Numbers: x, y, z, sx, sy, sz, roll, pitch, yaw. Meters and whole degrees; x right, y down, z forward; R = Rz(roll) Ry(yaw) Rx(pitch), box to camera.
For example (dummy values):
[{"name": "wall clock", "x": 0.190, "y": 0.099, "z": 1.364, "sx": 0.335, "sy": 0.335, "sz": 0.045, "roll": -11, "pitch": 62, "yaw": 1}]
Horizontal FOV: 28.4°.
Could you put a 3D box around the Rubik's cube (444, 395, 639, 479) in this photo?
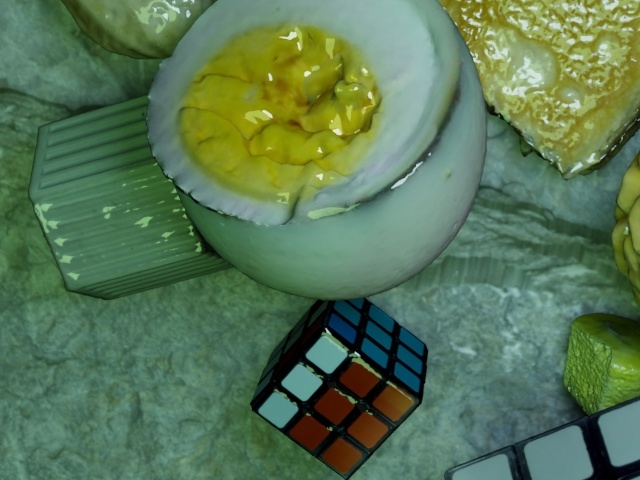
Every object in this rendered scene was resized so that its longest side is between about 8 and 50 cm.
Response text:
[{"name": "Rubik's cube", "x": 0.361, "y": 0.413, "z": 1.534, "sx": 0.304, "sy": 0.301, "sz": 0.305, "roll": -23, "pitch": 134, "yaw": 15}]

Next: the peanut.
[{"name": "peanut", "x": -0.260, "y": -0.318, "z": 1.485, "sx": 0.313, "sy": 0.149, "sz": 0.149, "roll": 37, "pitch": 112, "yaw": -6}]

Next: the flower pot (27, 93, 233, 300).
[{"name": "flower pot", "x": -0.220, "y": -0.053, "z": 1.538, "sx": 0.190, "sy": 0.209, "sz": 0.239, "roll": -13, "pitch": 108, "yaw": 15}]

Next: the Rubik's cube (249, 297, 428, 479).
[{"name": "Rubik's cube", "x": 0.027, "y": 0.176, "z": 1.615, "sx": 0.161, "sy": 0.162, "sz": 0.163, "roll": 37, "pitch": 113, "yaw": -7}]

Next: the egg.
[{"name": "egg", "x": 0.021, "y": -0.086, "z": 1.430, "sx": 0.355, "sy": 0.354, "sz": 0.340, "roll": -8, "pitch": 151, "yaw": 12}]

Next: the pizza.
[{"name": "pizza", "x": 0.292, "y": -0.263, "z": 1.448, "sx": 0.435, "sy": 0.080, "sz": 0.391, "roll": -16, "pitch": 108, "yaw": 16}]

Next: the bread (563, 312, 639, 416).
[{"name": "bread", "x": 0.371, "y": 0.157, "z": 1.578, "sx": 0.111, "sy": 0.129, "sz": 0.114, "roll": 0, "pitch": 122, "yaw": -19}]

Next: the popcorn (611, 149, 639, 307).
[{"name": "popcorn", "x": 0.514, "y": 0.001, "z": 1.395, "sx": 0.354, "sy": 0.344, "sz": 0.390, "roll": 23, "pitch": 149, "yaw": 43}]
